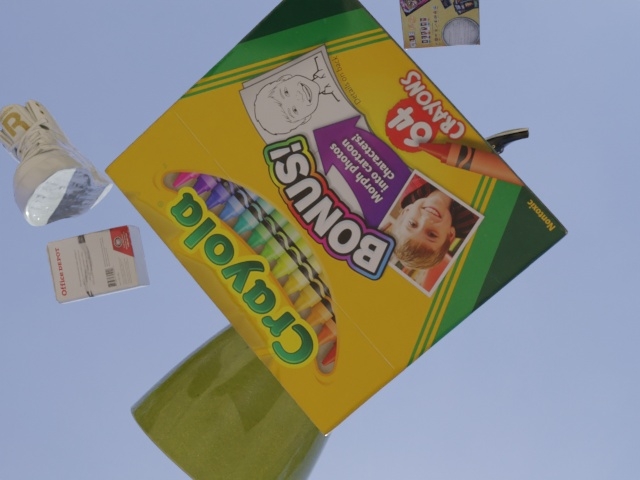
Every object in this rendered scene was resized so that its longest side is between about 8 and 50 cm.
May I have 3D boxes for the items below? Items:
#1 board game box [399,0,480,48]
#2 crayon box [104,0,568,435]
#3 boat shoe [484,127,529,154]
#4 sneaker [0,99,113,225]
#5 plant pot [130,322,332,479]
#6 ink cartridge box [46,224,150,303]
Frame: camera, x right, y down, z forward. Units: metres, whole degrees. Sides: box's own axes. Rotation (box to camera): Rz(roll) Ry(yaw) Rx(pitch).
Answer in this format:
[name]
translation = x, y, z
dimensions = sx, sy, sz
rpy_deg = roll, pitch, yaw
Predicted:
[board game box]
translation = 0.243, -0.511, 1.691
dimensions = 0.165, 0.243, 0.042
rpy_deg = -1, -133, 11
[crayon box]
translation = 0.012, -0.040, 0.863
dimensions = 0.363, 0.313, 0.106
rpy_deg = 49, -172, 7
[boat shoe]
translation = 0.310, -0.170, 1.464
dimensions = 0.049, 0.133, 0.042
rpy_deg = -21, -84, -61
[sneaker]
translation = -0.394, -0.114, 1.125
dimensions = 0.108, 0.292, 0.169
rpy_deg = -43, -87, -3
[plant pot]
translation = -0.073, 0.213, 1.196
dimensions = 0.275, 0.275, 0.293
rpy_deg = 37, -98, 21
[ink cartridge box]
translation = -0.347, 0.038, 1.292
dimensions = 0.135, 0.056, 0.099
rpy_deg = -12, -93, 7
